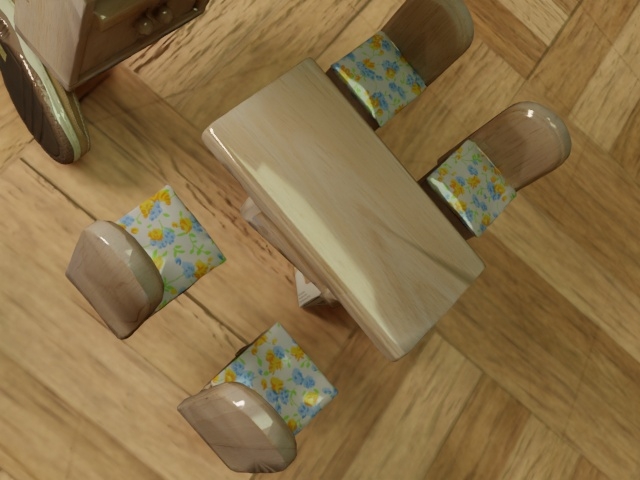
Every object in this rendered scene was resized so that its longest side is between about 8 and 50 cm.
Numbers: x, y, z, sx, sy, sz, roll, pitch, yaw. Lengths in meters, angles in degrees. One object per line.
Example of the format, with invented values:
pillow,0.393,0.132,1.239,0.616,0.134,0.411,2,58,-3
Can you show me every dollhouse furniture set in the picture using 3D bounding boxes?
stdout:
dollhouse furniture set,-0.021,-0.104,0.528,0.362,0.256,0.394,-41,92,-29

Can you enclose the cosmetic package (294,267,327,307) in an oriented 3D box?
cosmetic package,0.000,0.000,0.684,0.041,0.060,0.115,-2,73,-24

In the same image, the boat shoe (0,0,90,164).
boat shoe,-0.238,-0.157,0.640,0.072,0.068,0.190,-24,83,-38
